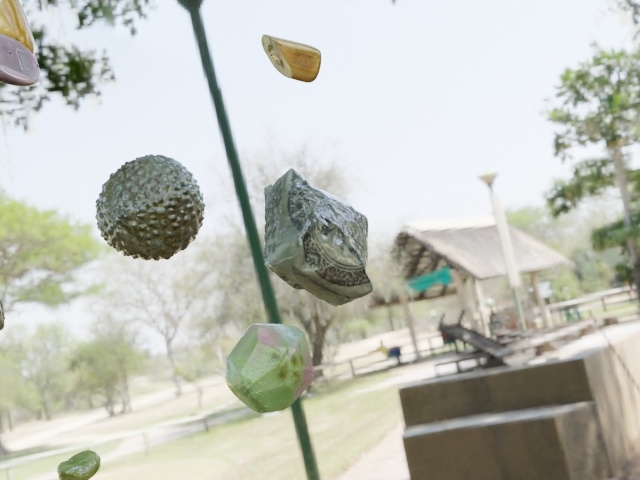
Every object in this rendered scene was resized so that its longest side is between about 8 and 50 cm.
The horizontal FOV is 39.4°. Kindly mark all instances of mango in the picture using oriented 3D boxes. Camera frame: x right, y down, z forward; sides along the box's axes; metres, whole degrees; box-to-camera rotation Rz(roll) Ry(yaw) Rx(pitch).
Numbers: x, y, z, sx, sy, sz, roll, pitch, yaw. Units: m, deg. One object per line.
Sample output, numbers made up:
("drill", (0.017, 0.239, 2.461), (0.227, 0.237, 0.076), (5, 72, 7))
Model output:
("mango", (-0.788, -0.527, 2.210), (0.138, 0.257, 0.187), (-25, -9, -42))

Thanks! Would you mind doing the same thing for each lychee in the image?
("lychee", (-0.398, -0.075, 2.066), (0.255, 0.256, 0.274), (-14, 4, 24))

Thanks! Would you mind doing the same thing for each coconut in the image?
("coconut", (-0.122, 0.312, 2.245), (0.235, 0.236, 0.204), (-9, -6, -16))

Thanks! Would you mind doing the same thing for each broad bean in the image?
("broad bean", (-0.453, 0.429, 1.684), (0.083, 0.063, 0.045), (-23, -48, -18))

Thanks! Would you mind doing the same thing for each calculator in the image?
("calculator", (-0.577, -0.333, 1.636), (0.024, 0.103, 0.166), (-24, -13, 23))

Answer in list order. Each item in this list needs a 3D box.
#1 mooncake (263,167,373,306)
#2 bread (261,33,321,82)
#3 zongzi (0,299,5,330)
("mooncake", (0.004, -0.002, 1.809), (0.136, 0.255, 0.250), (-34, -50, 31))
("bread", (-0.052, -0.296, 1.470), (0.103, 0.062, 0.049), (9, -2, -23))
("zongzi", (-0.639, -0.020, 1.294), (0.322, 0.361, 0.160), (-9, -13, -3))
